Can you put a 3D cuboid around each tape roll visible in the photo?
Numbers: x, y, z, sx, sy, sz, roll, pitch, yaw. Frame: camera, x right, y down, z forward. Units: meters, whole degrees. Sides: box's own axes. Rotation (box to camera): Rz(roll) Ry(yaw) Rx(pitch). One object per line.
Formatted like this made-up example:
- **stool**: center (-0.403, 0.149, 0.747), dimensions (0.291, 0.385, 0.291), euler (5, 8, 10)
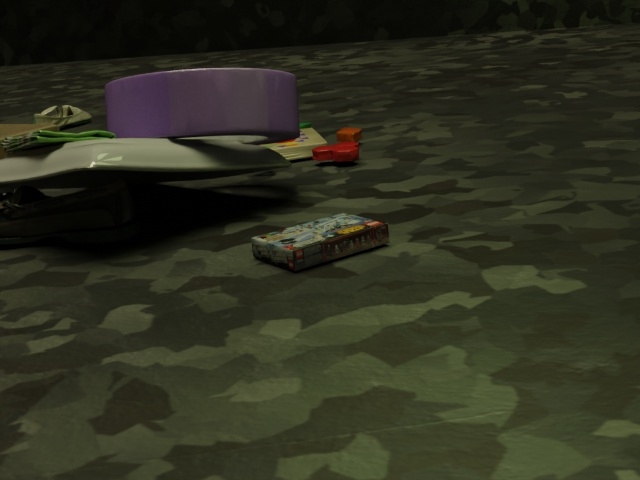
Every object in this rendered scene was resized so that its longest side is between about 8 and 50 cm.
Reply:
- **tape roll**: center (-0.168, -0.184, 1.562), dimensions (0.274, 0.090, 0.275), euler (-3, 0, 0)

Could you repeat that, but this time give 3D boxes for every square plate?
- **square plate**: center (-0.279, -0.108, 1.538), dimensions (0.344, 0.049, 0.347), euler (-2, 2, 44)

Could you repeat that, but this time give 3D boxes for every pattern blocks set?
- **pattern blocks set**: center (-0.067, -0.162, 1.890), dimensions (0.285, 0.026, 0.325), euler (-6, 16, 0)

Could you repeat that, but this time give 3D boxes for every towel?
- **towel**: center (-0.357, -0.138, 1.479), dimensions (0.113, 0.023, 0.152), euler (-5, 2, -34)

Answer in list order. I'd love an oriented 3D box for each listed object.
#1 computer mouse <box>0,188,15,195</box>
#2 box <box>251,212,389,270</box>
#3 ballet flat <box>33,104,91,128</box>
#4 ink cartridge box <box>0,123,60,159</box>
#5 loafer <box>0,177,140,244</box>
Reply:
- **computer mouse**: center (-0.507, -0.052, 1.624), dimensions (0.106, 0.042, 0.193), euler (-25, 9, 19)
- **box**: center (0.000, 0.000, 1.288), dimensions (0.137, 0.027, 0.094), euler (-16, 17, -30)
- **ballet flat**: center (-0.578, -0.280, 2.452), dimensions (0.057, 0.052, 0.168), euler (3, 18, 30)
- **ink cartridge box**: center (-0.600, -0.141, 1.904), dimensions (0.193, 0.088, 0.234), euler (4, 19, 35)
- **loafer**: center (-0.372, -0.045, 1.472), dimensions (0.267, 0.084, 0.096), euler (0, 18, 15)
